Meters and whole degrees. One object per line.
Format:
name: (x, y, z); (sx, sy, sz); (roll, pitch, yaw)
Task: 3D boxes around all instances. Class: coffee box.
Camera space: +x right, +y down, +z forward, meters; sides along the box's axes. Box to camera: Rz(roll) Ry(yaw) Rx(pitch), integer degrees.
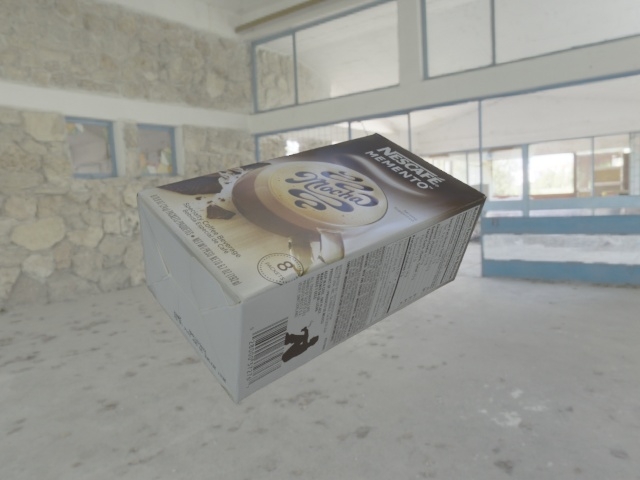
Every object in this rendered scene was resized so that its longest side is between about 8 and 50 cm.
coffee box: (0.000, 0.000, 0.480); (0.297, 0.119, 0.168); (-22, 45, -36)
